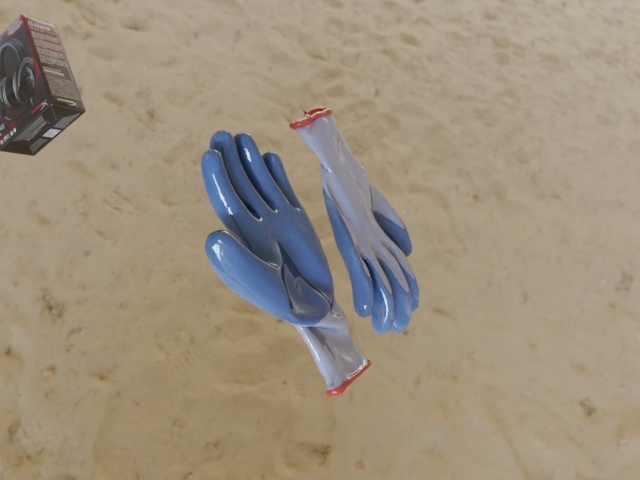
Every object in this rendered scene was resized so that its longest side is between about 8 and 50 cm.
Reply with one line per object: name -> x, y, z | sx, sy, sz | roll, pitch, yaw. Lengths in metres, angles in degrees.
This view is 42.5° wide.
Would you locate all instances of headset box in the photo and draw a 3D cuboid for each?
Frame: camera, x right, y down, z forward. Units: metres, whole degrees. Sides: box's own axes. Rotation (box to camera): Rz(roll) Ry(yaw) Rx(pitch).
headset box -> -0.207, -0.111, 0.578 | 0.032, 0.062, 0.083 | 2, 61, -58

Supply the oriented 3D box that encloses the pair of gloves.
pair of gloves -> 0.000, 0.000, 0.487 | 0.159, 0.023, 0.198 | 63, 31, -4
